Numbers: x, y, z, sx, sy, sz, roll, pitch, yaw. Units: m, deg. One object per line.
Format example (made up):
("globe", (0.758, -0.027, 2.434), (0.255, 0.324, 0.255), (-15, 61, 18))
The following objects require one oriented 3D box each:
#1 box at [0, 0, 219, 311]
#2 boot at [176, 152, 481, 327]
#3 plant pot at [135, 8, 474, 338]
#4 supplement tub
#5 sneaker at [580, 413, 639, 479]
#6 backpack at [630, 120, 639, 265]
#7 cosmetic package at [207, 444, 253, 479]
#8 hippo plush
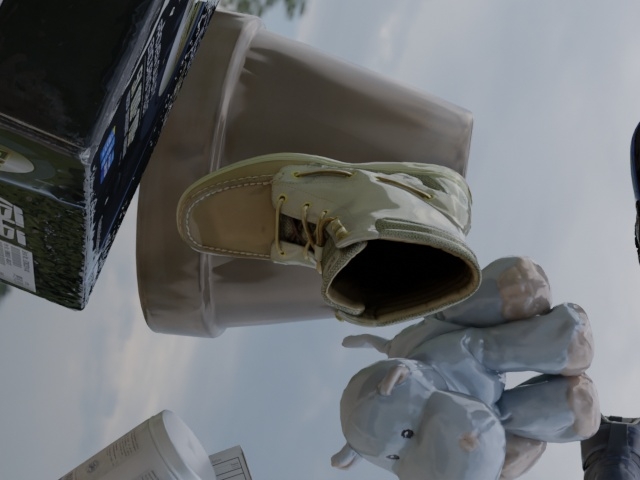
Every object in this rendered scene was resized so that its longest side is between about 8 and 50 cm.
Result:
("box", (-0.077, -0.074, 0.433), (0.180, 0.078, 0.147), (123, -11, -71))
("boot", (0.000, 0.000, 0.962), (0.165, 0.213, 0.077), (-84, 172, -69))
("plant pot", (-0.002, -0.048, 1.375), (0.323, 0.281, 0.323), (8, 90, -85))
("supplement tub", (-0.137, 0.179, 1.032), (0.107, 0.071, 0.071), (-33, -156, 6))
("sneaker", (0.339, 0.293, 1.649), (0.226, 0.086, 0.163), (84, 11, -54))
("backpack", (0.371, -0.047, 1.347), (0.117, 0.158, 0.173), (49, 33, -67))
("cosmetic package", (-0.063, 0.261, 1.146), (0.239, 0.061, 0.098), (83, -11, -58))
("hippo plush", (0.132, 0.138, 1.458), (0.236, 0.294, 0.234), (-25, 148, -58))
